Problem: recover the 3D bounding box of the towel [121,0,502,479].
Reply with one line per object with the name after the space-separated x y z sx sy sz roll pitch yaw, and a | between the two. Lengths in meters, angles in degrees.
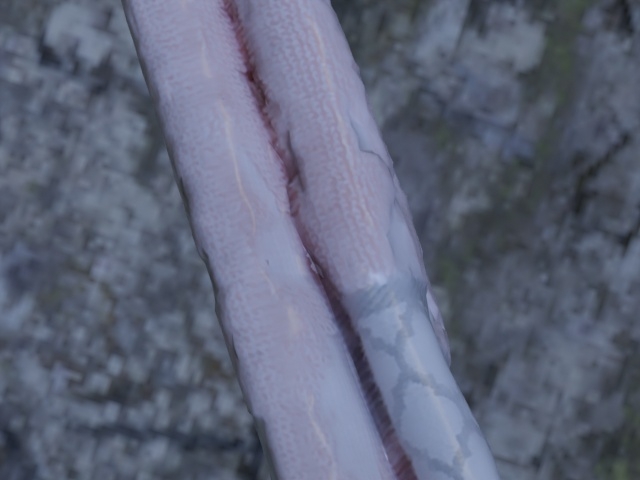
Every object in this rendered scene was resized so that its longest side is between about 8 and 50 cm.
0.000 0.000 0.522 0.332 0.053 0.317 75 -3 -73 | towel
